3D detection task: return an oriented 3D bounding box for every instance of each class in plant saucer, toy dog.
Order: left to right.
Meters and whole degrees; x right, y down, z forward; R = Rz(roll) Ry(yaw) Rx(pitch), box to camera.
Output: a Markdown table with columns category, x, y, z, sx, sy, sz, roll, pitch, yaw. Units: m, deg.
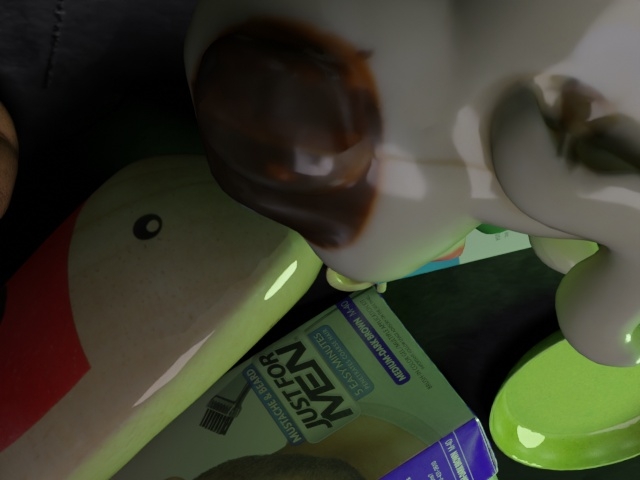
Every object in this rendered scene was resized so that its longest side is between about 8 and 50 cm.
| category | x | y | z | sx | sy | sz | roll | pitch | yaw |
| --- | --- | --- | --- | --- | --- | --- | --- | --- | --- |
| toy dog | 0.125 | -0.115 | 0.994 | 0.408 | 0.284 | 0.395 | -21 | 123 | 11 |
| plant saucer | 0.278 | 0.141 | 1.807 | 0.241 | 0.037 | 0.241 | -9 | 139 | -8 |

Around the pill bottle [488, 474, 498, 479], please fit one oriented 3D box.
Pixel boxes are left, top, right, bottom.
| category | x | y | z | sx | sy | sz | roll | pitch | yaw |
| --- | --- | --- | --- | --- | --- | --- | --- | --- | --- |
| pill bottle | -0.028 | 0.303 | 1.751 | 0.408 | 0.229 | 0.229 | -22 | 139 | 8 |

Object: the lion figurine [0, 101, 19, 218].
| category | x | y | z | sx | sy | sz | roll | pitch | yaw |
| --- | --- | --- | --- | --- | --- | --- | --- | --- | --- |
| lion figurine | -0.325 | 0.002 | 1.388 | 0.240 | 0.142 | 0.392 | 19 | 126 | -42 |

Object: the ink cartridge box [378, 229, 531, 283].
| category | x | y | z | sx | sy | sz | roll | pitch | yaw |
| --- | --- | --- | --- | --- | --- | --- | --- | --- | --- |
| ink cartridge box | 0.164 | -0.113 | 1.410 | 0.308 | 0.129 | 0.223 | -13 | 138 | -1 |

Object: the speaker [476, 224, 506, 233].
| category | x | y | z | sx | sy | sz | roll | pitch | yaw |
| --- | --- | --- | --- | --- | --- | --- | --- | --- | --- |
| speaker | 0.053 | -0.146 | 1.205 | 0.131 | 0.131 | 0.296 | -36 | 107 | 23 |

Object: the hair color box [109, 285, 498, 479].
| category | x | y | z | sx | sy | sz | roll | pitch | yaw |
| --- | --- | --- | --- | --- | --- | --- | --- | --- | --- |
| hair color box | -0.040 | 0.207 | 1.603 | 0.339 | 0.185 | 0.110 | -33 | 141 | -6 |

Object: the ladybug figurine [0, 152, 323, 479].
| category | x | y | z | sx | sy | sz | roll | pitch | yaw |
| --- | --- | --- | --- | --- | --- | --- | --- | --- | --- |
| ladybug figurine | -0.166 | 0.075 | 1.436 | 0.162 | 0.305 | 0.449 | 46 | 134 | -1 |

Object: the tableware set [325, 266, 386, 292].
| category | x | y | z | sx | sy | sz | roll | pitch | yaw |
| --- | --- | --- | --- | --- | --- | --- | --- | --- | --- |
| tableware set | 0.000 | 0.000 | 1.573 | 0.169 | 0.020 | 0.141 | -3 | 138 | -13 |
